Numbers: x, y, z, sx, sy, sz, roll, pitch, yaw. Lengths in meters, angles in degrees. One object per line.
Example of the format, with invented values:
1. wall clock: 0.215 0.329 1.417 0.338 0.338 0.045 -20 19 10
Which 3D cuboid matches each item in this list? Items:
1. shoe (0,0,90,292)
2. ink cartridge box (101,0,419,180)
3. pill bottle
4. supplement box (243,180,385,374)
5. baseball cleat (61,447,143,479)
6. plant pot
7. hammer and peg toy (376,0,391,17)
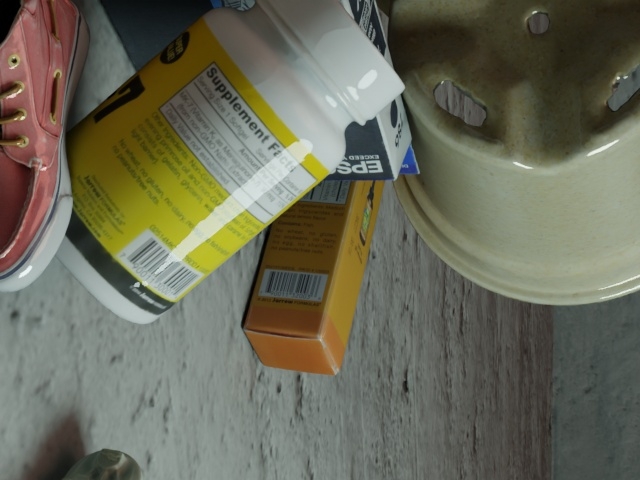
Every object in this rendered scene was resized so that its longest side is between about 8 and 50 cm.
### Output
1. shoe: -0.170 -0.067 0.678 0.081 0.063 0.178 52 40 -62
2. ink cartridge box: -0.037 -0.121 0.890 0.332 0.165 0.065 65 30 -54
3. pill bottle: -0.061 -0.059 0.745 0.119 0.208 0.119 50 5 -6
4. supplement box: 0.000 0.000 1.174 0.078 0.080 0.233 67 34 -56
5. baseball cleat: -0.155 0.222 0.774 0.206 0.072 0.109 -56 152 -50
6. plant pot: 0.190 -0.130 1.056 0.305 0.334 0.334 37 60 -73
7. hammer and peg toy: 0.167 -0.371 1.208 0.361 0.127 0.266 -45 180 26
